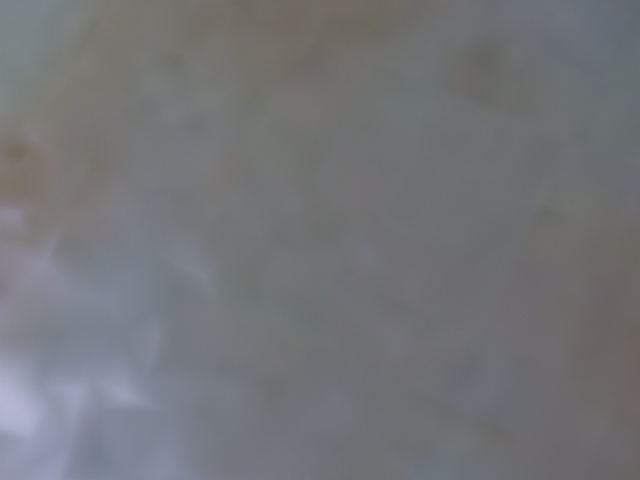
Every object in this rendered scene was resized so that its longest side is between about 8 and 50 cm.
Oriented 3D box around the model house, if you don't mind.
[{"bbox_3d":[0.000,0.000,0.662,0.395,0.400,0.445,19,74,15],"label":"model house"}]
